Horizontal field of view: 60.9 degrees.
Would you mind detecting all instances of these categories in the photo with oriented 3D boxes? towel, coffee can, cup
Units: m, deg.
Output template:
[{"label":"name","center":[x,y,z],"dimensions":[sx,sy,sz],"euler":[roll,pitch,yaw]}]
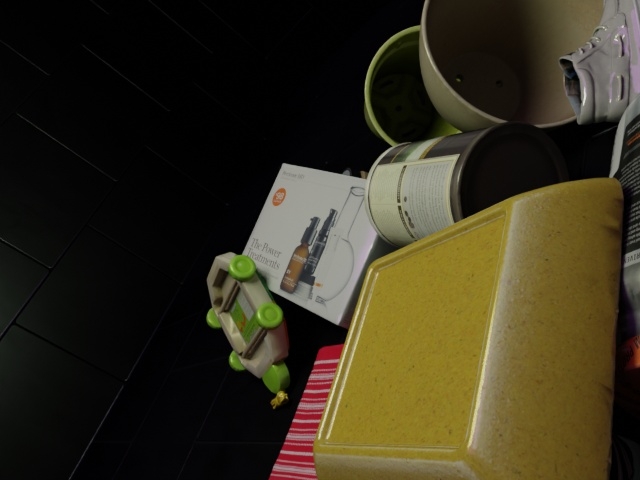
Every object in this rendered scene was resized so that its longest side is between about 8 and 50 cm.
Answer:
[{"label":"towel","center":[0.008,0.305,0.971],"dimensions":[0.199,0.031,0.274],"euler":[-25,35,53]},{"label":"coffee can","center":[0.221,-0.073,0.882],"dimensions":[0.201,0.202,0.275],"euler":[-57,21,-10]},{"label":"cup","center":[0.318,-0.312,0.975],"dimensions":[0.331,0.331,0.237],"euler":[-57,-3,-11]}]

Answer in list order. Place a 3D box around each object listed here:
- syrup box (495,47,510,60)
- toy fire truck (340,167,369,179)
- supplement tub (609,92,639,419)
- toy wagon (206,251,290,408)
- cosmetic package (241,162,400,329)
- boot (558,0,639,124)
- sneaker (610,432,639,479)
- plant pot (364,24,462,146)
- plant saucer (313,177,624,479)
[{"label":"syrup box","center":[0.436,-0.440,1.167],"dimensions":[0.093,0.096,0.236],"euler":[-31,29,44]},{"label":"toy fire truck","center":[0.051,-0.022,1.281],"dimensions":[0.217,0.159,0.246],"euler":[-36,46,49]},{"label":"supplement tub","center":[0.357,0.004,0.486],"dimensions":[0.194,0.194,0.315],"euler":[-23,35,53]},{"label":"toy wagon","center":[-0.149,0.198,1.188],"dimensions":[0.068,0.344,0.267],"euler":[-20,-22,-33]},{"label":"cosmetic package","center":[0.000,0.000,1.156],"dimensions":[0.377,0.097,0.284],"euler":[19,82,48]},{"label":"boot","center":[0.422,-0.290,0.812],"dimensions":[0.124,0.095,0.258],"euler":[-4,65,14]},{"label":"sneaker","center":[0.241,0.253,0.496],"dimensions":[0.072,0.077,0.178],"euler":[-26,34,52]},{"label":"plant pot","center":[0.214,-0.325,1.269],"dimensions":[0.276,0.276,0.254],"euler":[-53,9,1]},{"label":"plant saucer","center":[0.112,0.108,0.532],"dimensions":[0.333,0.081,0.332],"euler":[-32,33,55]}]
